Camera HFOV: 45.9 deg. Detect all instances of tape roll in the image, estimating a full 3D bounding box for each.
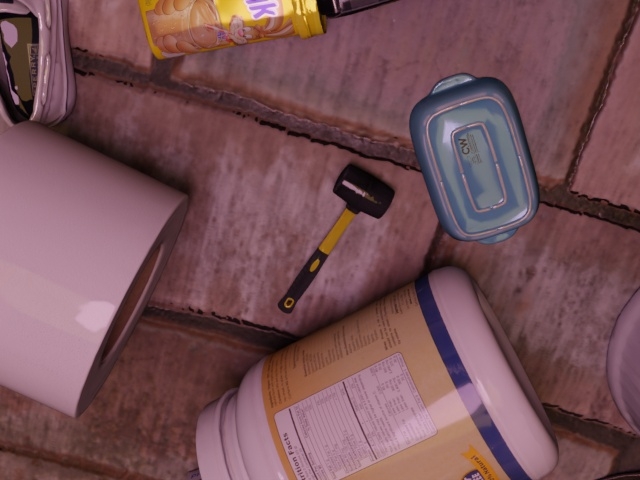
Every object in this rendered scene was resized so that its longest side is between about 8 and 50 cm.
[{"bbox_3d":[-0.257,0.027,0.739,0.169,0.246,0.246,26,108,-5],"label":"tape roll"}]

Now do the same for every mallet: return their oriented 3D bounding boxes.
[{"bbox_3d":[0.000,0.000,0.825,0.062,0.039,0.190,38,110,-10],"label":"mallet"}]

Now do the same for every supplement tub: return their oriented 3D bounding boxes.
[{"bbox_3d":[0.055,0.189,0.779,0.316,0.228,0.228,-29,104,12],"label":"supplement tub"}]

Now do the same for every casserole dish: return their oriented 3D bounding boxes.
[{"bbox_3d":[0.163,-0.079,0.786,0.114,0.037,0.189,-18,105,9],"label":"casserole dish"}]

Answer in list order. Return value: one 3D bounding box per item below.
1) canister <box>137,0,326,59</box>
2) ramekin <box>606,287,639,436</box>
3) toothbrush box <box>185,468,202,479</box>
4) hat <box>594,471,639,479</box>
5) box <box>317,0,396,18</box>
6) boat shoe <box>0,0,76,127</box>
[{"bbox_3d":[-0.088,-0.247,0.729,0.169,0.073,0.126,-8,107,8],"label":"canister"},{"bbox_3d":[0.460,0.150,0.788,0.277,0.135,0.277,1,108,3],"label":"ramekin"},{"bbox_3d":[-0.085,0.403,0.829,0.122,0.283,0.206,-21,105,9],"label":"toothbrush box"},{"bbox_3d":[0.403,0.443,0.889,0.331,0.134,0.332,1,108,4],"label":"hat"},{"bbox_3d":[0.105,-0.419,0.613,0.318,0.097,0.395,-18,106,-4],"label":"box"},{"bbox_3d":[-0.298,-0.235,0.740,0.095,0.084,0.258,-7,108,6],"label":"boat shoe"}]
